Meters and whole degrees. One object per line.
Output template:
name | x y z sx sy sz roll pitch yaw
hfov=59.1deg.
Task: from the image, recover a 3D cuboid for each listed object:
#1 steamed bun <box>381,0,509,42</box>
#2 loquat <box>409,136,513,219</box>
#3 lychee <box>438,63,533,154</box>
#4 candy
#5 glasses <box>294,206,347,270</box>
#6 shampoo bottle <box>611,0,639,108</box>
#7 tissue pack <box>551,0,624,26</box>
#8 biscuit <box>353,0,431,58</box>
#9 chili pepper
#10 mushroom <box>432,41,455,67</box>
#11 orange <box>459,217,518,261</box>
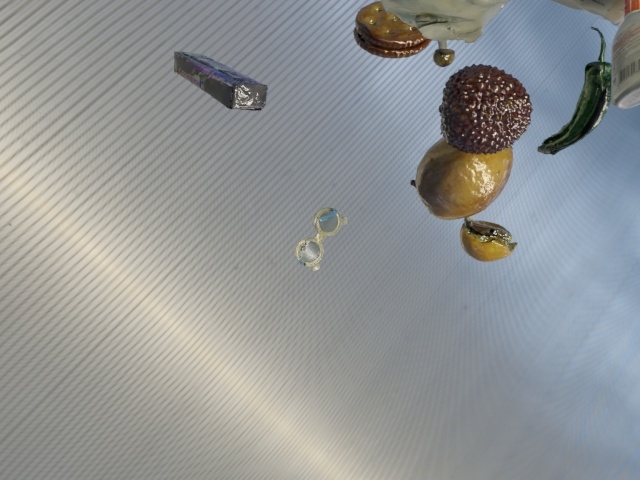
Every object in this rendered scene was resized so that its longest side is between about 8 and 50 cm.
steamed bun | 0.206 -0.467 0.782 0.346 0.237 0.394 -45 128 -15
loquat | 0.328 -0.154 1.290 0.238 0.238 0.193 -38 94 -23
lychee | 0.315 -0.250 1.088 0.188 0.188 0.188 -13 112 -35
candy | -0.233 -0.361 1.260 0.088 0.312 0.061 -6 120 -37
glasses | -0.025 -0.016 1.552 0.189 0.088 0.220 -58 164 4
shampoo bottle | 0.565 -0.351 1.006 0.051 0.108 0.221 13 72 -9
tissue pack | 0.726 -0.727 1.456 0.375 0.390 0.195 23 87 2
biscuit | 0.197 -0.572 1.517 0.220 0.220 0.066 -35 148 -25
chili pepper | 0.555 -0.288 1.185 0.065 0.122 0.279 -3 128 -31
mushroom | 0.291 -0.447 1.186 0.306 0.068 0.043 -56 172 -38
orange | 0.438 0.001 1.504 0.170 0.160 0.112 28 101 -14
